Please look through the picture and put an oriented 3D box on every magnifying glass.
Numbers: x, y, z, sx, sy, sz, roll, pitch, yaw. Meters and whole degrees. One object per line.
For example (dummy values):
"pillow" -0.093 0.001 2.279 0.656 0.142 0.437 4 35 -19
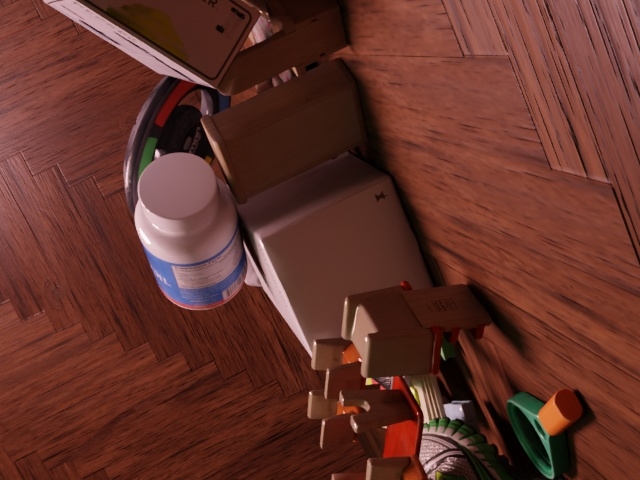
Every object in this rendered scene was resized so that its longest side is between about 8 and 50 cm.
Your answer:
"magnifying glass" 0.219 0.180 0.969 0.092 0.026 0.231 61 172 18

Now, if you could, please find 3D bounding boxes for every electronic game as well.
"electronic game" -0.178 -0.128 1.270 0.048 0.229 0.229 25 161 14

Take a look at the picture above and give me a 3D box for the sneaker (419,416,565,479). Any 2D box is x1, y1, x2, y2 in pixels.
"sneaker" 0.160 0.305 1.134 0.343 0.146 0.134 10 124 67

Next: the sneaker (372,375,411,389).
"sneaker" 0.050 0.137 1.321 0.215 0.083 0.084 42 133 52

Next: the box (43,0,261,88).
"box" -0.188 -0.245 1.038 0.169 0.087 0.290 31 180 -24

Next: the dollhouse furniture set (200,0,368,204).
"dollhouse furniture set" -0.106 -0.241 1.210 0.355 0.173 0.303 58 171 35

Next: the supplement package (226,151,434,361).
"supplement package" 0.000 0.000 1.293 0.178 0.175 0.293 67 172 -19

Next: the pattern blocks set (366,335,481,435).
"pattern blocks set" 0.103 0.190 1.365 0.325 0.026 0.285 -43 64 62

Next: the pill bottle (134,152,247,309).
"pill bottle" -0.160 -0.012 1.225 0.124 0.124 0.221 60 168 27

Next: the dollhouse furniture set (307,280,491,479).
"dollhouse furniture set" 0.092 0.180 1.070 0.262 0.135 0.259 -119 29 -55

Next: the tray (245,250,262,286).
"tray" -0.028 0.019 1.551 0.030 0.270 0.145 -56 47 28

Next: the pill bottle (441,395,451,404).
"pill bottle" 0.164 0.291 1.443 0.184 0.103 0.103 59 171 33
